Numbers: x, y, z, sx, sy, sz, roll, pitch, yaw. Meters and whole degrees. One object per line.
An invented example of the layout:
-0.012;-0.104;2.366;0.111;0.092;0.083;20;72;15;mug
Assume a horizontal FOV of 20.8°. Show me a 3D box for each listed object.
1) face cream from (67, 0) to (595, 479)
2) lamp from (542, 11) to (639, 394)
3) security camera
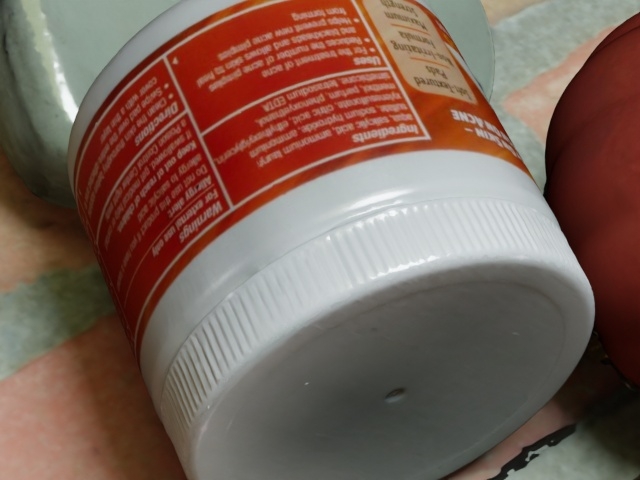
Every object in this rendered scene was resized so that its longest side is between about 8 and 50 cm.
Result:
0.000;0.000;0.817;0.201;0.201;0.187;-14;55;-17;face cream
0.203;-0.009;0.853;0.227;0.227;0.227;3;52;-4;lamp
-0.040;-0.101;0.968;0.301;0.080;0.157;-9;75;-29;security camera
